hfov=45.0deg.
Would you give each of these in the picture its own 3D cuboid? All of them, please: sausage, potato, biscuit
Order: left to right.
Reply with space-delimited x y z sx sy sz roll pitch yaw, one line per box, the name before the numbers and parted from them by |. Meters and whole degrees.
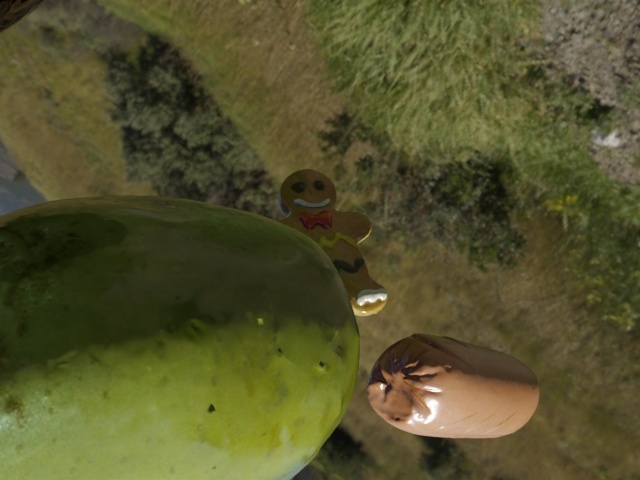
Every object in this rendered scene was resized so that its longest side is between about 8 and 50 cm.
potato | -0.124 0.081 0.438 0.216 0.304 0.216 163 90 -75
biscuit | 0.000 -0.001 1.066 0.035 0.158 0.240 107 150 -58
sausage | 0.172 0.185 0.966 0.121 0.121 0.304 21 180 39

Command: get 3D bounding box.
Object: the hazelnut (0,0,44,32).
hazelnut | -0.319 -0.312 0.468 0.421 0.421 0.353 31 136 9
